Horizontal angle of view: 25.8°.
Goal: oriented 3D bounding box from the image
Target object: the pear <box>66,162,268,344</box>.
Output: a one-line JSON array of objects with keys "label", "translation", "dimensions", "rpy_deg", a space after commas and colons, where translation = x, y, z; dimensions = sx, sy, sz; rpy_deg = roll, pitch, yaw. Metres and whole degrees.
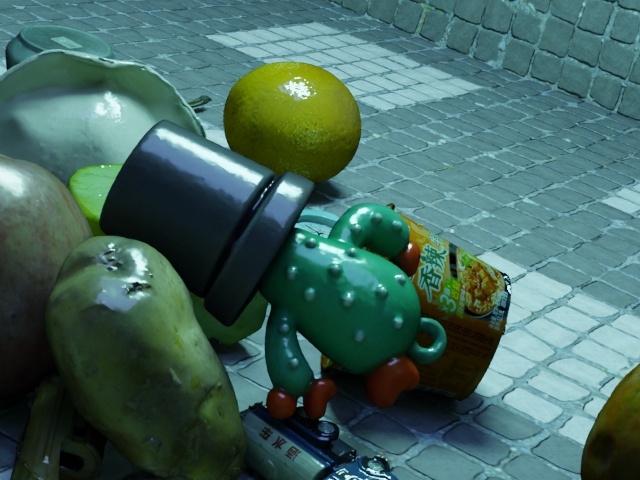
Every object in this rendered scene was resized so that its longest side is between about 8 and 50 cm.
[{"label": "pear", "translation": [-0.221, 0.012, 1.783], "dimensions": [0.286, 0.176, 0.282], "rpy_deg": [-1, 23, -37]}]

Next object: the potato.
[{"label": "potato", "translation": [-0.174, 0.136, 1.421], "dimensions": [0.296, 0.141, 0.192], "rpy_deg": [57, 17, -16]}]

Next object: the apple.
[{"label": "apple", "translation": [-0.402, 0.011, 1.521], "dimensions": [0.344, 0.269, 0.345], "rpy_deg": [12, 20, -5]}]

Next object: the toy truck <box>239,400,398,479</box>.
[{"label": "toy truck", "translation": [-0.011, 0.238, 1.485], "dimensions": [0.088, 0.074, 0.201], "rpy_deg": [-14, 35, -44]}]

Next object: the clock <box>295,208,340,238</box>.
[{"label": "clock", "translation": [0.000, -0.001, 2.132], "dimensions": [0.108, 0.045, 0.147], "rpy_deg": [1, 26, -31]}]

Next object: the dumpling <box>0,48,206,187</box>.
[{"label": "dumpling", "translation": [-0.336, -0.137, 1.948], "dimensions": [0.341, 0.260, 0.181], "rpy_deg": [19, 14, 8]}]

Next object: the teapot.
[{"label": "teapot", "translation": [-0.389, -0.190, 2.101], "dimensions": [0.203, 0.225, 0.171], "rpy_deg": [30, 28, 32]}]

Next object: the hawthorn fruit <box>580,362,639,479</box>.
[{"label": "hawthorn fruit", "translation": [0.396, 0.247, 1.497], "dimensions": [0.298, 0.277, 0.277], "rpy_deg": [-21, 36, -26]}]

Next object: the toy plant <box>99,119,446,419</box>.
[{"label": "toy plant", "translation": [-0.035, 0.022, 1.548], "dimensions": [0.400, 0.185, 0.279], "rpy_deg": [31, 34, 3]}]

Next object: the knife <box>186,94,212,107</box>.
[{"label": "knife", "translation": [-0.276, -0.241, 2.580], "dimensions": [0.045, 0.021, 0.222], "rpy_deg": [23, 27, 23]}]

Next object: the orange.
[{"label": "orange", "translation": [-0.049, -0.196, 2.358], "dimensions": [0.236, 0.236, 0.236], "rpy_deg": [13, 21, -5]}]

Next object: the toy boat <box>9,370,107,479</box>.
[{"label": "toy boat", "translation": [-0.260, 0.205, 1.412], "dimensions": [0.088, 0.068, 0.226], "rpy_deg": [19, 19, -12]}]

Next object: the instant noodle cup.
[{"label": "instant noodle cup", "translation": [0.125, 0.090, 1.767], "dimensions": [0.182, 0.230, 0.230], "rpy_deg": [22, 20, -6]}]
